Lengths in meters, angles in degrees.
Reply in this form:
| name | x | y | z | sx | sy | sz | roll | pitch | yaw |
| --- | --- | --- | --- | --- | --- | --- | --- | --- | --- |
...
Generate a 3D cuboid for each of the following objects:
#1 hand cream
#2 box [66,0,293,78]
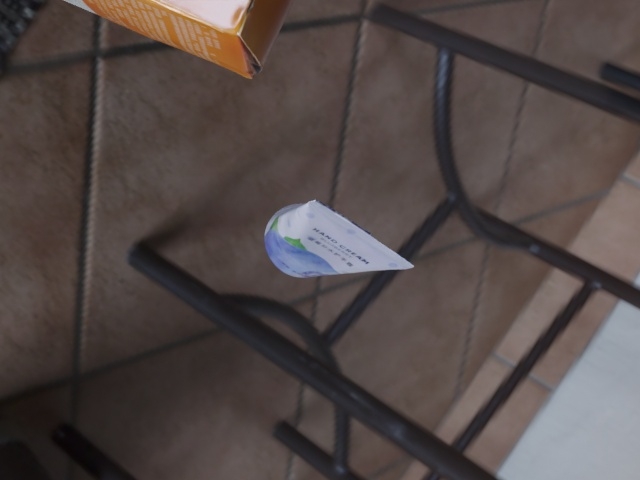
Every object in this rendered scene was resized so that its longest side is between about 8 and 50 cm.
| name | x | y | z | sx | sy | sz | roll | pitch | yaw |
| --- | --- | --- | --- | --- | --- | --- | --- | --- | --- |
| hand cream | 0.000 | 0.000 | 0.878 | 0.084 | 0.142 | 0.053 | 32 | 78 | -19 |
| box | -0.165 | -0.309 | 1.064 | 0.143 | 0.341 | 0.225 | 65 | 48 | -84 |
